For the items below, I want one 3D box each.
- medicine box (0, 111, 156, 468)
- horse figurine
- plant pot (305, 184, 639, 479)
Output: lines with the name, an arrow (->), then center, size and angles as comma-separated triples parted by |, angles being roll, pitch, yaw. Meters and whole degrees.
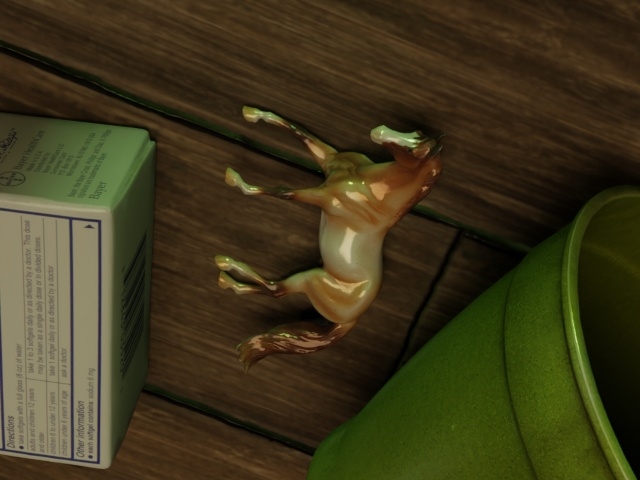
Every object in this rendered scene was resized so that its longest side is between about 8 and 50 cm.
medicine box -> -0.301, 0.033, 1.224 | 0.289, 0.149, 0.263 | 8, 121, 4
horse figurine -> 0.000, 0.000, 1.213 | 0.174, 0.066, 0.263 | 15, 119, 6
plant pot -> 0.184, 0.198, 1.163 | 0.353, 0.366, 0.366 | -33, 111, 35
